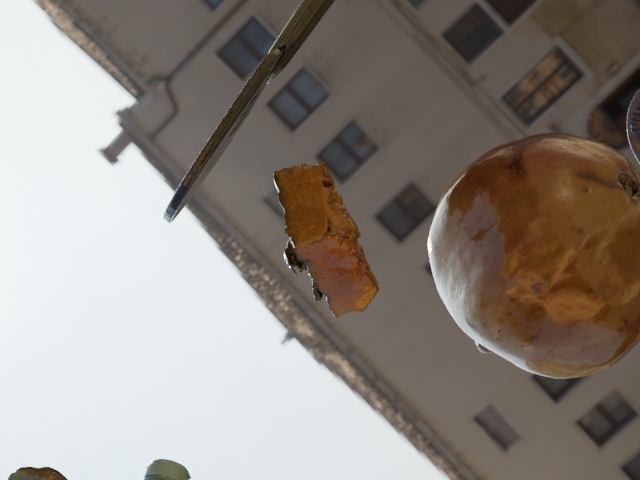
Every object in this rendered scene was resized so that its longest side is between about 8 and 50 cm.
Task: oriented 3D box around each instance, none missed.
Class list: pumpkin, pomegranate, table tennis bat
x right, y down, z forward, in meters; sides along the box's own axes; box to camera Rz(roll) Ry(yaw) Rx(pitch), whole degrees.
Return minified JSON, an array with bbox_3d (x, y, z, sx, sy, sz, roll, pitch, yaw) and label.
[{"bbox_3d":[0.000,0.000,0.706,0.083,0.054,0.074,58,-171,-43],"label":"pumpkin"},{"bbox_3d":[0.346,0.040,1.689,0.410,0.410,0.410,43,-166,-13],"label":"pomegranate"},{"bbox_3d":[-0.052,-0.109,0.813,0.022,0.234,0.131,34,156,-4],"label":"table tennis bat"}]

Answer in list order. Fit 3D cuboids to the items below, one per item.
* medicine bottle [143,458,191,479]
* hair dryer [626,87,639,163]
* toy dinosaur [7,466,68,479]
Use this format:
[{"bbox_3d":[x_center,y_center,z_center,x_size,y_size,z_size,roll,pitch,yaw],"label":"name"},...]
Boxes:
[{"bbox_3d":[-0.249,0.432,1.567,0.083,0.121,0.229,36,-132,-25],"label":"medicine bottle"},{"bbox_3d":[0.269,-0.100,0.602,0.117,0.181,0.064,-15,-107,-36],"label":"hair dryer"},{"bbox_3d":[-0.148,0.351,1.156,0.392,0.206,0.092,13,-158,-8],"label":"toy dinosaur"}]
